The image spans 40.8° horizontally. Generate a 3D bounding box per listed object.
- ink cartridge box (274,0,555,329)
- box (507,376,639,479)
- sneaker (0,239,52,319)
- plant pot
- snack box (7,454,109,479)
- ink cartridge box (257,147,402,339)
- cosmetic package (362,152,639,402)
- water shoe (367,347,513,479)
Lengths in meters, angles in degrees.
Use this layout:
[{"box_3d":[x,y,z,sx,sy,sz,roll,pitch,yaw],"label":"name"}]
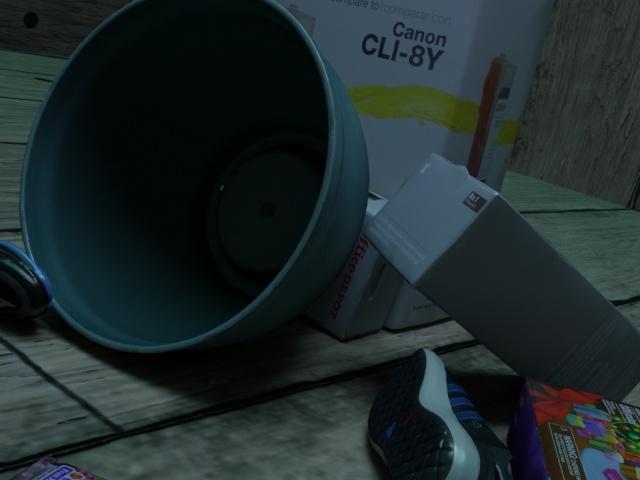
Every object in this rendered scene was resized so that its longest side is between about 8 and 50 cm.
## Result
[{"box_3d":[0.059,-0.135,0.955,0.279,0.385,0.160,23,16,35],"label":"ink cartridge box"},{"box_3d":[0.227,0.184,0.527,0.200,0.057,0.293,15,14,5],"label":"box"},{"box_3d":[-0.299,0.031,0.659,0.188,0.067,0.078,15,35,-2],"label":"sneaker"},{"box_3d":[-0.078,-0.043,0.739,0.293,0.293,0.196,21,-1,29],"label":"plant pot"},{"box_3d":[-0.121,0.150,0.370,0.100,0.037,0.141,18,14,14],"label":"snack box"},{"box_3d":[0.000,0.000,0.860,0.175,0.128,0.072,32,20,31],"label":"ink cartridge box"},{"box_3d":[0.161,0.044,0.727,0.238,0.107,0.127,37,6,-23],"label":"cosmetic package"},{"box_3d":[0.084,0.142,0.584,0.080,0.073,0.203,39,11,-8],"label":"water shoe"}]
